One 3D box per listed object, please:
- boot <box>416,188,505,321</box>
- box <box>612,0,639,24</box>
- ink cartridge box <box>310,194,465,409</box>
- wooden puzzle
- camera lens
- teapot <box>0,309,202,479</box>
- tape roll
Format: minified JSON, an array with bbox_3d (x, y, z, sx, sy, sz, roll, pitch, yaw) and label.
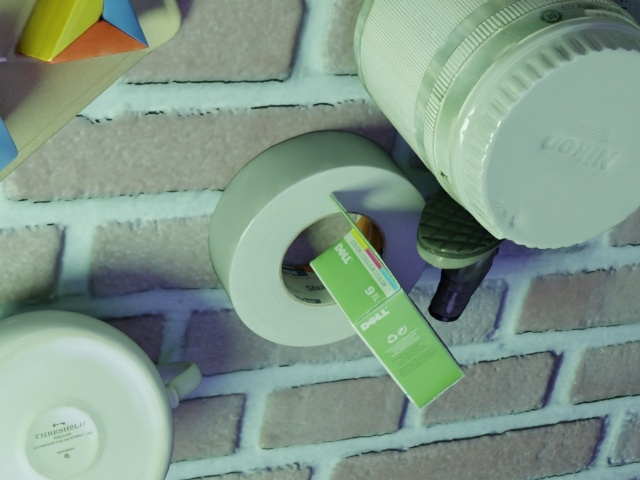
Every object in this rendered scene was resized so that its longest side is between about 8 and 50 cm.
[{"bbox_3d":[0.145,0.019,1.525,0.083,0.246,0.161,21,118,13],"label":"boot"},{"bbox_3d":[0.366,-0.294,1.324,0.126,0.231,0.262,-4,101,-20],"label":"box"},{"bbox_3d":[0.054,0.062,1.476,0.062,0.109,0.209,-36,132,1],"label":"ink cartridge box"},{"bbox_3d":[-0.271,-0.186,1.176,0.348,0.080,0.322,-42,136,-23],"label":"wooden puzzle"},{"bbox_3d":[0.170,-0.149,1.361,0.219,0.274,0.219,-13,128,-17],"label":"camera lens"},{"bbox_3d":[-0.269,0.179,1.460,0.256,0.187,0.252,32,79,-22],"label":"teapot"},{"bbox_3d":[0.000,0.000,1.525,0.219,0.072,0.219,-14,130,-17],"label":"tape roll"}]
